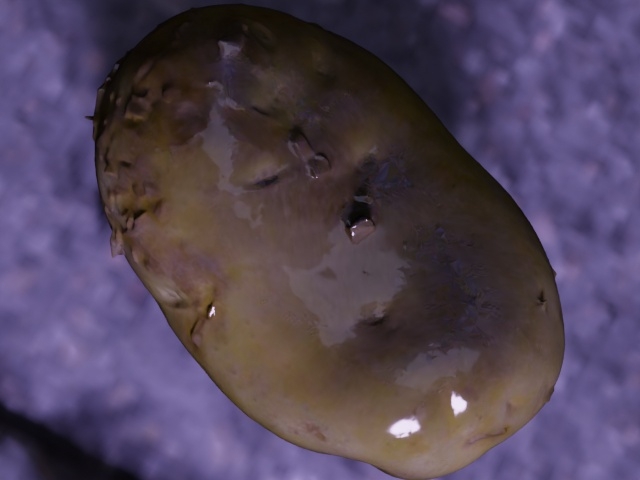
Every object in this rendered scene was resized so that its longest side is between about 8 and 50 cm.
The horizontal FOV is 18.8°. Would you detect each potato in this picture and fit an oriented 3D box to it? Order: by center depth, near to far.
[{"bbox_3d":[0.000,0.000,0.498,0.091,0.070,0.138,-39,88,-21],"label":"potato"}]
